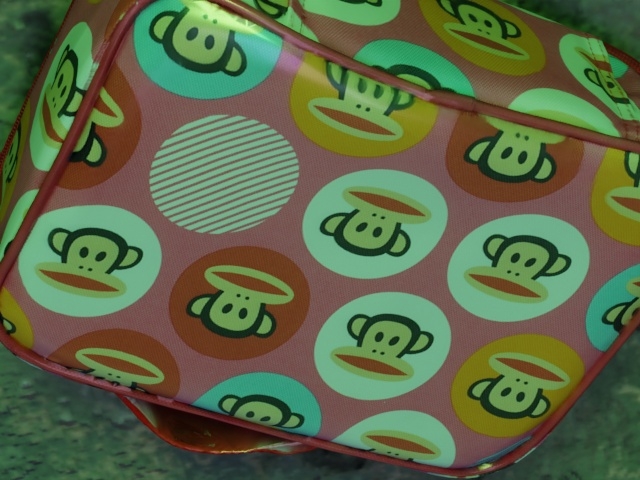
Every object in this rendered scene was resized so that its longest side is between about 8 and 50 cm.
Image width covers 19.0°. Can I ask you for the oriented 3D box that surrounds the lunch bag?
[{"bbox_3d":[0.000,0.000,0.875,0.293,0.120,0.258,19,123,-20],"label":"lunch bag"}]
